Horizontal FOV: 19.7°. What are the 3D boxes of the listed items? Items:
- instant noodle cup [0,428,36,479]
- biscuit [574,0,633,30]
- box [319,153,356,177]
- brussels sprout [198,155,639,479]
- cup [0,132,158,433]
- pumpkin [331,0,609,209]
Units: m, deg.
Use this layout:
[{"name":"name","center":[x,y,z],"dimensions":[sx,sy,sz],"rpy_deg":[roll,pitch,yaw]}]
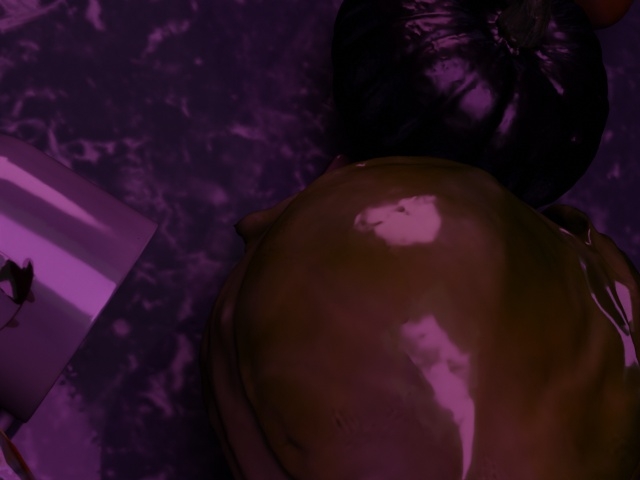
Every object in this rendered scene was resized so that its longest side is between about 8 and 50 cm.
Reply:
[{"name":"instant noodle cup","center":[-0.245,0.175,0.938],"dimensions":[0.205,0.153,0.205],"rpy_deg":[6,70,-17]},{"name":"biscuit","center":[0.181,-0.314,1.258],"dimensions":[0.237,0.062,0.291],"rpy_deg":[51,48,-31]},{"name":"box","center":[0.000,0.000,1.165],"dimensions":[0.048,0.025,0.115],"rpy_deg":[34,63,-4]},{"name":"brussels sprout","center":[0.062,0.078,1.045],"dimensions":[0.259,0.227,0.294],"rpy_deg":[31,42,-13]},{"name":"cup","center":[-0.196,0.022,1.040],"dimensions":[0.142,0.173,0.134],"rpy_deg":[33,32,-5]},{"name":"pumpkin","center":[0.097,-0.102,1.176],"dimensions":[0.194,0.150,0.194],"rpy_deg":[1,88,-37]}]
